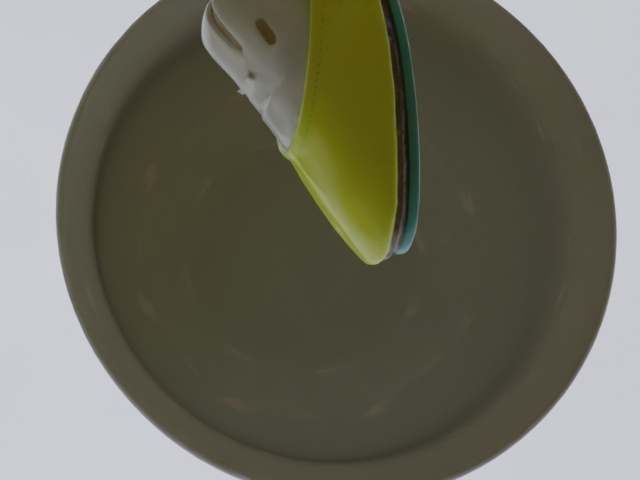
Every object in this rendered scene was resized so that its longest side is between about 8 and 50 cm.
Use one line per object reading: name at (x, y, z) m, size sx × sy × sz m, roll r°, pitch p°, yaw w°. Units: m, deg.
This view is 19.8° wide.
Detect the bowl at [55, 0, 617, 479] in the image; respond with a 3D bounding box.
bowl at (0.000, 0.000, 1.004) m, size 0.298 × 0.134 × 0.297 m, roll 3°, pitch -104°, yaw -12°

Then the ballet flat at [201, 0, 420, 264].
ballet flat at (-0.007, -0.102, 0.694) m, size 0.077 × 0.077 × 0.231 m, roll 3°, pitch -107°, yaw -12°
